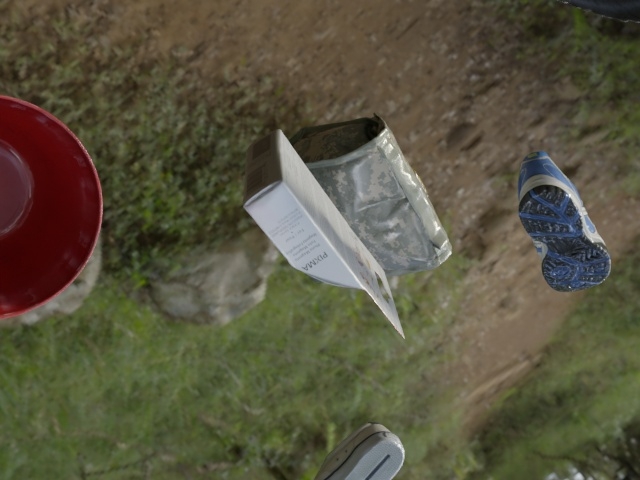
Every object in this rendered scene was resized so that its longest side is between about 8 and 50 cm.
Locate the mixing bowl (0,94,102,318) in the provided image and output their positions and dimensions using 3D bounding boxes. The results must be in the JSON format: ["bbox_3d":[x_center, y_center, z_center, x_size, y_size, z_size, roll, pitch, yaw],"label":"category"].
[{"bbox_3d":[-0.279,-0.035,0.805,0.181,0.181,0.098,-37,-155,-11],"label":"mixing bowl"}]

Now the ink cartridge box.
[{"bbox_3d":[0.000,0.000,1.111,0.066,0.232,0.189,-30,-159,9],"label":"ink cartridge box"}]

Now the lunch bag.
[{"bbox_3d":[0.066,-0.066,1.557,0.287,0.235,0.169,-2,-146,51],"label":"lunch bag"}]

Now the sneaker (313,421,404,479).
[{"bbox_3d":[0.021,0.380,1.473,0.258,0.094,0.091,-42,-163,0],"label":"sneaker"}]

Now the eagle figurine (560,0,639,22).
[{"bbox_3d":[0.317,-0.379,1.218,0.225,0.298,0.226,-18,-136,61],"label":"eagle figurine"}]

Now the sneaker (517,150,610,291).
[{"bbox_3d":[0.275,-0.017,1.106,0.080,0.081,0.211,-15,138,16],"label":"sneaker"}]
